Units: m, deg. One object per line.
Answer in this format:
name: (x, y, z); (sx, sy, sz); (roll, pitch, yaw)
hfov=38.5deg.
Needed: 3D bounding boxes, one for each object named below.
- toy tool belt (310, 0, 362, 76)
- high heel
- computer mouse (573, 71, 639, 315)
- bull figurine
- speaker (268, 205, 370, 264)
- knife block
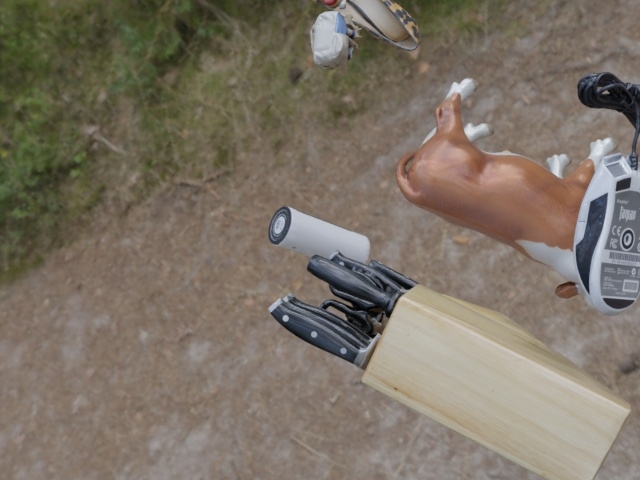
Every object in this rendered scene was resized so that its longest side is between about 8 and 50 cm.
toy tool belt: (0.018, -0.222, 0.982); (0.052, 0.051, 0.083); (1, 82, 30)
high heel: (0.065, -0.426, 1.642); (0.093, 0.261, 0.186); (-54, 49, 24)
computer mouse: (0.239, -0.035, 0.754); (0.042, 0.106, 0.192); (11, 92, 53)
bull figurine: (0.238, -0.050, 1.035); (0.101, 0.311, 0.188); (-54, 13, 56)
speaker: (0.000, 0.000, 1.237); (0.055, 0.136, 0.055); (-33, 47, 45)
knife block: (0.096, 0.102, 0.811); (0.276, 0.242, 0.088); (41, 110, 57)
